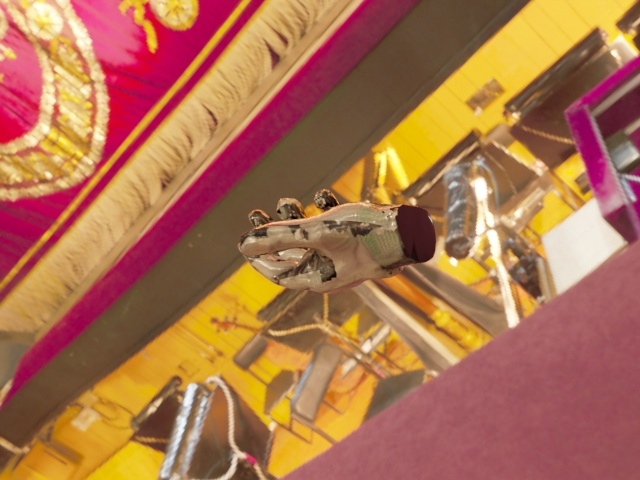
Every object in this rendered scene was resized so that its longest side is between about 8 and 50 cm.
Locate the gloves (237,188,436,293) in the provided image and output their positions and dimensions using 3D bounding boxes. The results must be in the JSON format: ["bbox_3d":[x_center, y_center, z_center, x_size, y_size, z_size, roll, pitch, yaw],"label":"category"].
[{"bbox_3d":[0.004,0.007,0.755,0.212,0.111,0.127,-15,18,34],"label":"gloves"}]
